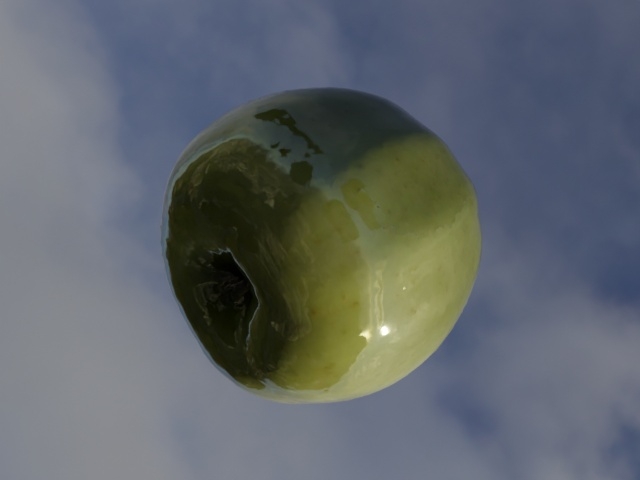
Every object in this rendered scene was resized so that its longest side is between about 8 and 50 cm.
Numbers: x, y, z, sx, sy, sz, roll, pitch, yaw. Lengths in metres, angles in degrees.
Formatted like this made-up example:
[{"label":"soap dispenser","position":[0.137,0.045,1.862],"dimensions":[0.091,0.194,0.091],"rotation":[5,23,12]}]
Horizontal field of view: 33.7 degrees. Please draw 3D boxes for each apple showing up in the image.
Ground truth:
[{"label":"apple","position":[0.000,0.000,1.184],"dimensions":[0.357,0.357,0.357],"rotation":[23,-54,37]}]
